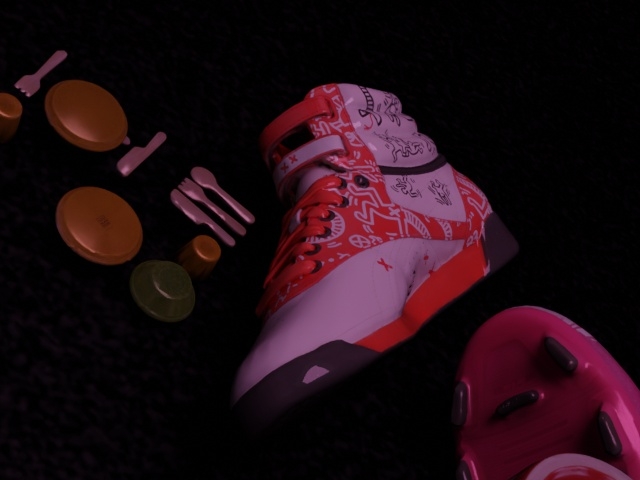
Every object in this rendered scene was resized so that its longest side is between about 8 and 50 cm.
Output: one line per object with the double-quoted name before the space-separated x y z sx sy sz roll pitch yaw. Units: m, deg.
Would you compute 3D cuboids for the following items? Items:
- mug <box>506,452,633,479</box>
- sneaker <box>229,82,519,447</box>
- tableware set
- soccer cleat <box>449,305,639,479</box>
"mug" 0.070 0.182 0.529 0.113 0.169 0.150 19 45 -26
"sneaker" 0.000 0.000 0.693 0.145 0.090 0.270 52 36 5
"tableware set" -0.115 -0.027 0.683 0.154 0.024 0.104 41 43 -4
"soccer cleat" 0.178 0.188 0.677 0.143 0.116 0.331 8 51 -55
